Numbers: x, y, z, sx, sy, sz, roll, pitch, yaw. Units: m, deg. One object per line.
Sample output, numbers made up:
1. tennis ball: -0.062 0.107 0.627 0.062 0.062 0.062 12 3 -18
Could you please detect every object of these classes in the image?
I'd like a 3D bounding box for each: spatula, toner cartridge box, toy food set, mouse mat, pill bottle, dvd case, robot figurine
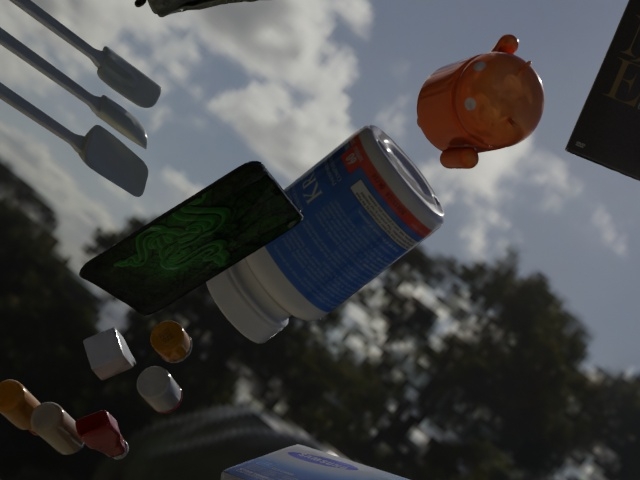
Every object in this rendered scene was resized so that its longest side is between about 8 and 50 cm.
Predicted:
1. spatula: -0.263 -0.162 1.675 0.019 0.168 0.242 -24 -47 38
2. toner cartridge box: 0.053 0.352 2.073 0.348 0.075 0.165 12 14 36
3. toy food set: -0.242 0.181 1.850 0.104 0.232 0.111 64 2 -61
4. mouse mat: -0.091 0.002 1.221 0.007 0.152 0.189 59 3 17
5. pill bottle: 0.000 0.000 1.573 0.124 0.221 0.124 48 13 -15
6. dvd case: 0.315 -0.142 1.302 0.164 0.221 0.018 23 1 6
7. robot figurine: 0.208 -0.179 2.110 0.128 0.158 0.219 62 -22 -9

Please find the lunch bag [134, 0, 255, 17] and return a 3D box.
1. lunch bag: -0.068 -0.379 1.727 0.212 0.305 0.256 -63 146 -77
